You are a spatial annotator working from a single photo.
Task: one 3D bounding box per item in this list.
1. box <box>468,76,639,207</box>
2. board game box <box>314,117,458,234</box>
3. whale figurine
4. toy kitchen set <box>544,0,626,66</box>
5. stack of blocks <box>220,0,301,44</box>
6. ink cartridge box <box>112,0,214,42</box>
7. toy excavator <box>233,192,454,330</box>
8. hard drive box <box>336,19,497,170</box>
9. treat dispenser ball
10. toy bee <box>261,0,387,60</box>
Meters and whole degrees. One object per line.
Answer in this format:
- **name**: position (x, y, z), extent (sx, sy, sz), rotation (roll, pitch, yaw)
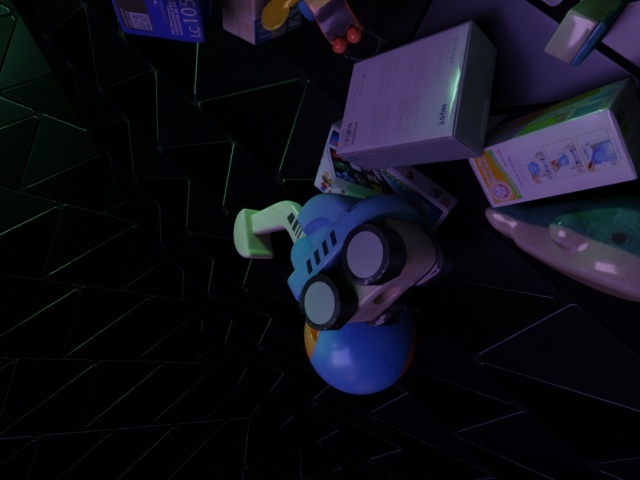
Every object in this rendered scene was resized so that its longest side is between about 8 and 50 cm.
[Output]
- **box**: position (0.345, -0.135, 0.636), extent (0.203, 0.114, 0.103), rotation (-12, 114, 53)
- **board game box**: position (0.130, -0.108, 0.956), extent (0.305, 0.053, 0.193), rotation (40, 145, 14)
- **whale figurine**: position (0.403, -0.016, 0.666), extent (0.272, 0.216, 0.141), rotation (32, 98, 43)
- **toy kitchen set**: position (0.387, -0.274, 0.454), extent (0.166, 0.122, 0.207), rotation (38, 144, 17)
- **stack of blocks**: position (-0.082, -0.511, 0.717), extent (0.087, 0.171, 0.297), rotation (35, 143, 22)
- **ink cartridge box**: position (-0.242, -0.513, 0.664), extent (0.151, 0.396, 0.270), rotation (7, 155, -3)
- **toy excavator**: position (0.000, 0.000, 0.958), extent (0.433, 0.222, 0.445), rotation (-49, 53, 31)
- **hard drive box**: position (0.151, -0.222, 0.711), extent (0.232, 0.089, 0.181), rotation (4, 80, 48)
- **treat dispenser ball**: position (0.101, 0.242, 1.105), extent (0.288, 0.288, 0.288), rotation (29, 140, 28)
- **toy bee**: position (0.021, -0.370, 0.646), extent (0.298, 0.162, 0.195), rotation (19, 134, -28)
